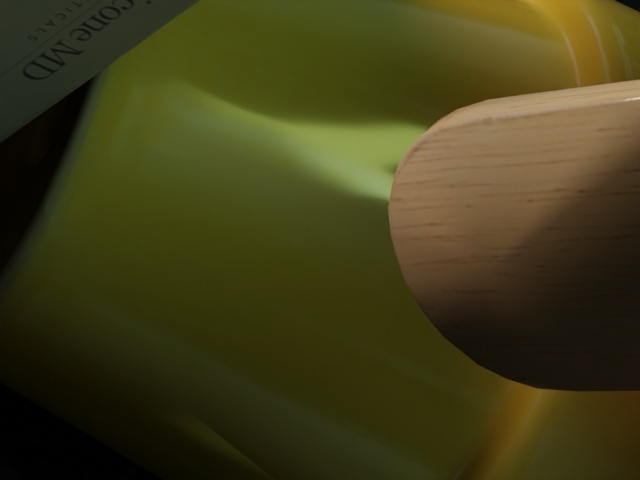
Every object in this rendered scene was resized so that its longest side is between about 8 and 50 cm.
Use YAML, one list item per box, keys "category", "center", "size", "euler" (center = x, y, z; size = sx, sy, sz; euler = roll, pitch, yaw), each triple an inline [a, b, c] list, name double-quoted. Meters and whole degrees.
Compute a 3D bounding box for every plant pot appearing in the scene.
- category: "plant pot"
  center: [0.000, 0.000, 0.658]
  size: [0.239, 0.254, 0.254]
  euler: [23, 48, -23]

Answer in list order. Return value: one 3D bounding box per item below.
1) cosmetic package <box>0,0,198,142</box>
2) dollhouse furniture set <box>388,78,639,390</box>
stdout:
- category: "cosmetic package"
  center: [-0.172, -0.125, 0.528]
  size: [0.225, 0.224, 0.138]
  euler: [26, 47, -39]
- category: "dollhouse furniture set"
  center: [0.116, -0.100, 0.511]
  size: [0.362, 0.256, 0.394]
  euler: [-43, 119, -44]
